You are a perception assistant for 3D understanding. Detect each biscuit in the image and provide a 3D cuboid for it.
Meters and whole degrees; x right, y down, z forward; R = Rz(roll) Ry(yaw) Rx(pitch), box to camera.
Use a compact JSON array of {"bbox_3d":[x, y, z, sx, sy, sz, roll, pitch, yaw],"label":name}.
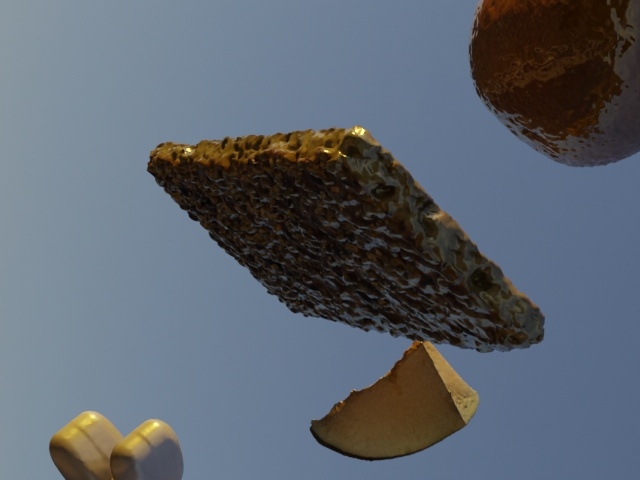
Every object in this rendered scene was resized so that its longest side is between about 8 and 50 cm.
[{"bbox_3d":[0.000,0.000,0.642,0.025,0.131,0.231,-52,-159,-16],"label":"biscuit"}]

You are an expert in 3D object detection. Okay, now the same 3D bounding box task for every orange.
[{"bbox_3d":[0.380,-0.287,1.894,0.357,0.322,0.322,-53,-152,-2],"label":"orange"}]

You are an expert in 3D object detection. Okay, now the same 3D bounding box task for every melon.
[{"bbox_3d":[0.074,0.186,1.466,0.182,0.054,0.098,-40,-89,31],"label":"melon"}]

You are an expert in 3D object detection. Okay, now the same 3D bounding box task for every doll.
[{"bbox_3d":[-0.125,0.208,1.055,0.161,0.059,0.160,-1,-60,49],"label":"doll"}]
